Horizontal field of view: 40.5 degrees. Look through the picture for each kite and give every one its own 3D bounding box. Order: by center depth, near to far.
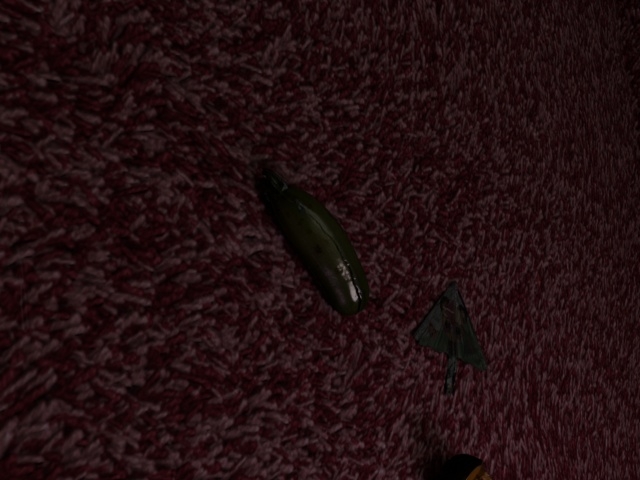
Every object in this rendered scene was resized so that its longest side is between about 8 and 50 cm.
[{"bbox_3d":[0.293,0.215,1.933,0.323,0.013,0.267,25,62,-45],"label":"kite"}]

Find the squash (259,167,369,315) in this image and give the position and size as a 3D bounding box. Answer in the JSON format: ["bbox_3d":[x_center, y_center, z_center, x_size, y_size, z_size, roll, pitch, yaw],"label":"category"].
[{"bbox_3d":[0.000,0.000,1.528,0.340,0.095,0.094,57,42,-27],"label":"squash"}]

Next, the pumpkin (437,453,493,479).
[{"bbox_3d":[0.300,0.510,1.796,0.119,0.108,0.183,-48,130,-24],"label":"pumpkin"}]
